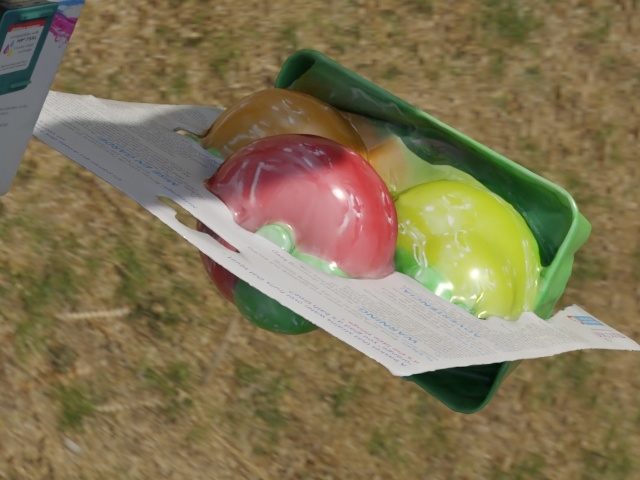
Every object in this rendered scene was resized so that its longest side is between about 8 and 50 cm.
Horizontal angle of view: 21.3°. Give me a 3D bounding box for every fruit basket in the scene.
[{"bbox_3d":[0.000,0.000,1.031,0.353,0.327,0.165,-9,126,-58],"label":"fruit basket"}]

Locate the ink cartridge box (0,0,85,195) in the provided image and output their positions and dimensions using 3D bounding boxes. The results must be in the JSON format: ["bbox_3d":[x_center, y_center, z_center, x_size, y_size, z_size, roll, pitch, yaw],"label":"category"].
[{"bbox_3d":[-0.172,-0.143,0.777,0.078,0.134,0.231,-13,139,-47],"label":"ink cartridge box"}]
